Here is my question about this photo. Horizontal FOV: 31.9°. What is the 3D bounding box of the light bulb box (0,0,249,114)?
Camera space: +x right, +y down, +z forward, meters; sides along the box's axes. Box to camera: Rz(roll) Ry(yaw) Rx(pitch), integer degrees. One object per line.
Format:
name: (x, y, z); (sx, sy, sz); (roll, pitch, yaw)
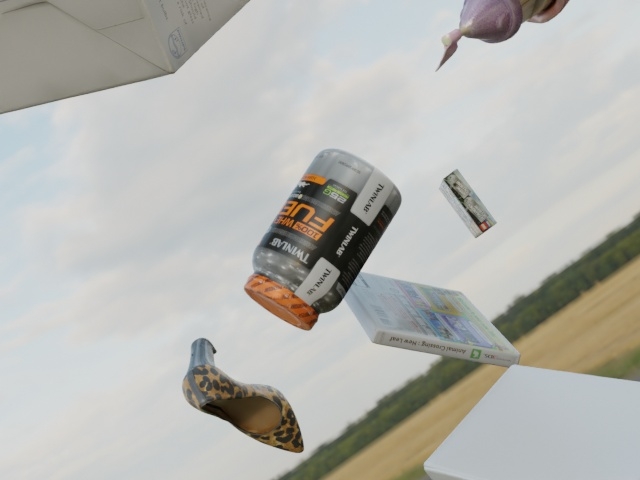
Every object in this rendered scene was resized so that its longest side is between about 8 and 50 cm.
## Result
light bulb box: (-0.291, -0.325, 1.327); (0.358, 0.225, 0.361); (-9, 26, 23)

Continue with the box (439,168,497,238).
box: (0.207, -0.050, 1.586); (0.027, 0.094, 0.137); (-36, -5, 1)

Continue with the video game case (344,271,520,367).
video game case: (0.127, 0.096, 1.420); (0.212, 0.193, 0.023); (-126, 50, -67)

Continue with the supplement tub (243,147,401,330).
supplement tub: (0.000, 0.000, 1.276); (0.190, 0.117, 0.117); (-58, -5, -14)

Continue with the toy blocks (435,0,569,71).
toy blocks: (0.219, -0.287, 0.915); (0.260, 0.309, 0.289); (-36, -27, -44)

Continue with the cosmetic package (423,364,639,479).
cosmetic package: (0.244, 0.233, 0.913); (0.138, 0.225, 0.224); (-45, 21, -23)

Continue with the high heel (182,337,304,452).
high heel: (-0.115, 0.278, 1.732); (0.093, 0.261, 0.186); (-42, 16, 9)

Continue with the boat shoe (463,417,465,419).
boat shoe: (0.224, 0.440, 1.766); (0.122, 0.324, 0.120); (-2, -18, 43)
